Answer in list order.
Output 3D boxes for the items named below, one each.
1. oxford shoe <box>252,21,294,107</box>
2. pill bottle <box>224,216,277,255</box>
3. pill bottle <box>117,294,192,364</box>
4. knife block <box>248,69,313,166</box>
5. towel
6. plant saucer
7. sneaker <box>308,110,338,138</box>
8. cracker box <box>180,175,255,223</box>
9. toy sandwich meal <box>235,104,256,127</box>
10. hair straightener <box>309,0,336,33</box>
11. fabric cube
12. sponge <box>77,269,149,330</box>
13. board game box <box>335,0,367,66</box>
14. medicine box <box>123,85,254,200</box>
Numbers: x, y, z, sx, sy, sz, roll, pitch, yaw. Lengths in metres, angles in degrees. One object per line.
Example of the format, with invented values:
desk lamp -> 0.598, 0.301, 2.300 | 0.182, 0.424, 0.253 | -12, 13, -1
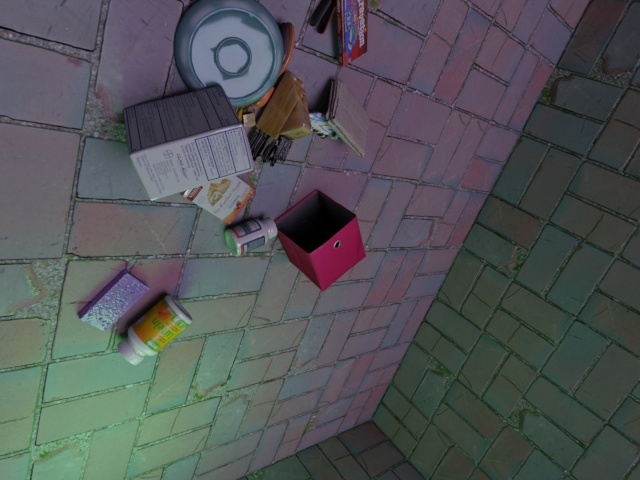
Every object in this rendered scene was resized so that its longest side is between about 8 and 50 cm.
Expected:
oxford shoe -> -0.168, -0.551, 1.382 | 0.098, 0.097, 0.271 | 15, 109, -43
pill bottle -> -0.260, -0.021, 1.698 | 0.180, 0.108, 0.108 | -24, 134, -30
pill bottle -> -0.599, 0.325, 1.615 | 0.246, 0.136, 0.136 | -42, 141, -11
knife block -> -0.159, -0.399, 1.516 | 0.088, 0.242, 0.275 | 7, 71, -70
towel -> 0.106, -0.455, 1.687 | 0.282, 0.049, 0.187 | 34, 59, -53
plant saucer -> -0.252, -0.529, 1.282 | 0.318, 0.043, 0.317 | -12, 128, -16
sneaker -> -0.008, -0.421, 1.639 | 0.237, 0.085, 0.086 | 0, 96, -46
cracker box -> -0.350, -0.173, 1.521 | 0.155, 0.067, 0.232 | -53, 141, 1
toy sandwich meal -> -0.241, -0.411, 1.469 | 0.086, 0.029, 0.085 | -26, 135, -29
hair straightener -> 0.028, -0.785, 1.422 | 0.089, 0.047, 0.230 | 17, 107, -50
fabric cube -> 0.000, 0.000, 1.849 | 0.254, 0.259, 0.258 | -38, 140, -17
sponge -> -0.694, 0.204, 1.512 | 0.210, 0.031, 0.117 | -46, 142, -7
board game box -> 0.108, -0.750, 1.509 | 0.145, 0.027, 0.281 | -44, 147, -30
medicine box -> -0.361, -0.274, 1.220 | 0.289, 0.263, 0.149 | -18, 135, -12
